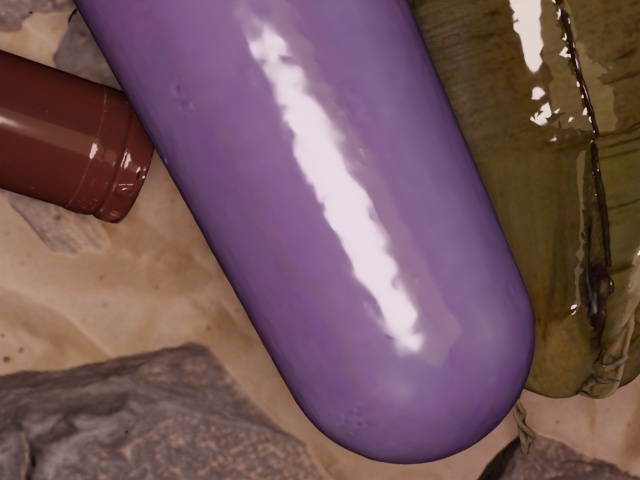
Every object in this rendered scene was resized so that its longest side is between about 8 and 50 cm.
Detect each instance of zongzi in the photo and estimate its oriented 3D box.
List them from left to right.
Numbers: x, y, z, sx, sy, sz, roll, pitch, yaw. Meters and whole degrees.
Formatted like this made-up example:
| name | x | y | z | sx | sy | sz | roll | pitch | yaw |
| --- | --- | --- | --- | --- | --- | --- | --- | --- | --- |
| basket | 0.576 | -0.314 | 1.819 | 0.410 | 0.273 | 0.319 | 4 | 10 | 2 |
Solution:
| name | x | y | z | sx | sy | sz | roll | pitch | yaw |
| --- | --- | --- | --- | --- | --- | --- | --- | --- | --- |
| zongzi | 0.284 | -0.094 | 1.041 | 0.466 | 0.218 | 0.500 | -17 | 104 | -25 |

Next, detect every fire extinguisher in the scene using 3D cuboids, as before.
| name | x | y | z | sx | sy | sz | roll | pitch | yaw |
| --- | --- | --- | --- | --- | --- | --- | --- | --- | --- |
| fire extinguisher | -0.252 | -0.088 | 0.892 | 0.268 | 0.105 | 0.105 | 17 | 89 | -22 |

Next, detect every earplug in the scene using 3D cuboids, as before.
| name | x | y | z | sx | sy | sz | roll | pitch | yaw |
| --- | --- | --- | --- | --- | --- | --- | --- | --- | --- |
| earplug | -0.005 | -0.069 | 0.868 | 0.215 | 0.215 | 0.456 | -26 | 88 | -17 |
